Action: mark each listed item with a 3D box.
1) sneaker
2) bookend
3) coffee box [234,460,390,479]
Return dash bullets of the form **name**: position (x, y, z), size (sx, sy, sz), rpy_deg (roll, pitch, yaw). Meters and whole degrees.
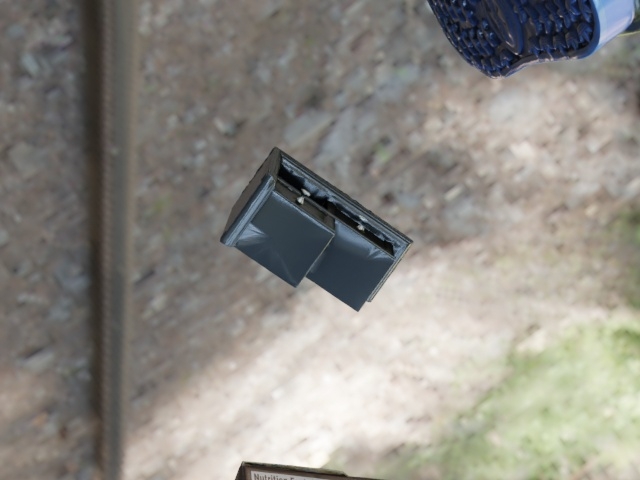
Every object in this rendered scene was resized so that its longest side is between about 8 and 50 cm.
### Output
- **sneaker**: position (0.110, -0.124, 0.759), size (0.090, 0.081, 0.232), rpy_deg (-28, -165, -9)
- **bookend**: position (0.000, 0.000, 1.506), size (0.072, 0.156, 0.157), rpy_deg (-55, -175, 10)
- **coffee box**: position (-0.008, 0.264, 0.955), size (0.098, 0.246, 0.141), rpy_deg (8, 130, -14)
